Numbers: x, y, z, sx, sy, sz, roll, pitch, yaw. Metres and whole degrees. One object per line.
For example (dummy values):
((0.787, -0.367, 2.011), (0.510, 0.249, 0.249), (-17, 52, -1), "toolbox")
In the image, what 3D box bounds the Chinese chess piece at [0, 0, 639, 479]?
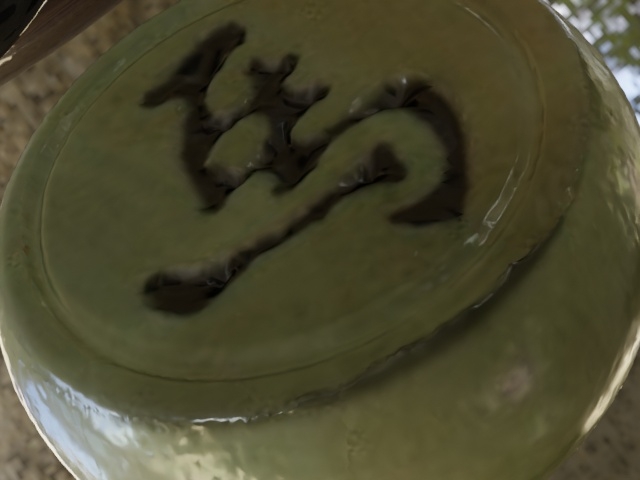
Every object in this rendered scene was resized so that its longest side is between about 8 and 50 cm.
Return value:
((0.000, 0.000, 0.625), (0.250, 0.250, 0.101), (-35, -45, -9), "Chinese chess piece")

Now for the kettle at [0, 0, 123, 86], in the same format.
((-0.210, -0.139, 0.977), (0.232, 0.202, 0.144), (-38, -53, 13), "kettle")
